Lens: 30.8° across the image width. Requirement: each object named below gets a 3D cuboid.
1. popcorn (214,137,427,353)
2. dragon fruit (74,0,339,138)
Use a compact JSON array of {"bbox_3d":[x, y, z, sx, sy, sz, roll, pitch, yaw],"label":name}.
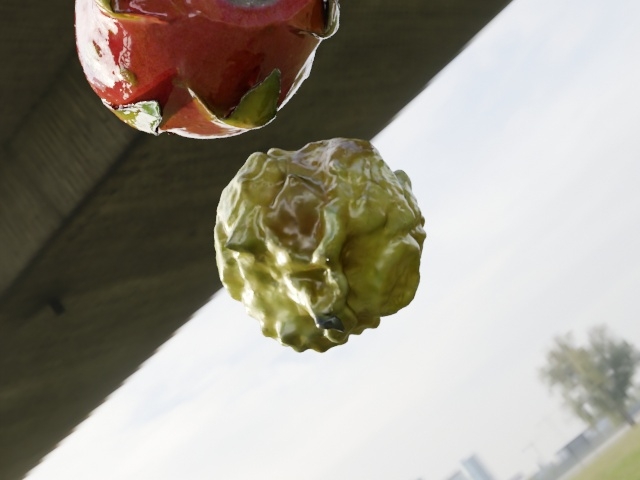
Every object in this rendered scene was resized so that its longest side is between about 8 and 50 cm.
[{"bbox_3d":[-0.003,0.008,1.318,0.249,0.249,0.225,-57,7,48],"label":"popcorn"},{"bbox_3d":[-0.115,-0.252,1.212,0.291,0.290,0.189,-33,0,-18],"label":"dragon fruit"}]
